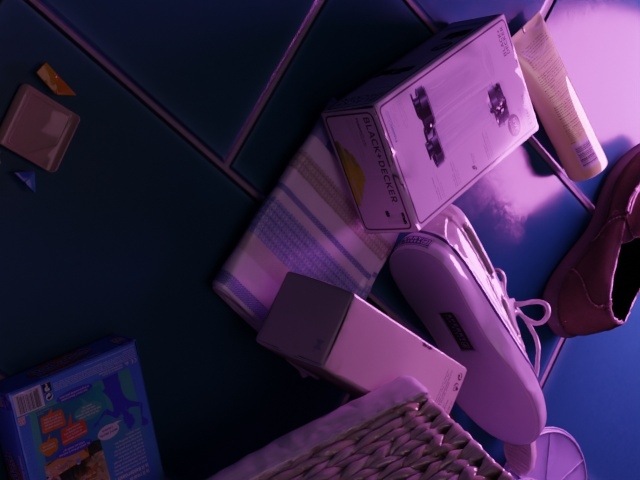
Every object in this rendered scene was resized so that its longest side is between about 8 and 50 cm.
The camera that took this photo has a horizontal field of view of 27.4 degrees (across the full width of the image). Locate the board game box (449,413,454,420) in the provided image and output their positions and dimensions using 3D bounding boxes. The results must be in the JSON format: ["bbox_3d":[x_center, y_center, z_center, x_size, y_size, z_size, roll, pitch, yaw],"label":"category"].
[{"bbox_3d":[0.092,0.343,1.718,0.281,0.027,0.145,-42,120,-29],"label":"board game box"}]

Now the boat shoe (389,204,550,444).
[{"bbox_3d":[0.219,0.099,1.741,0.367,0.136,0.156,57,49,-26],"label":"boat shoe"}]

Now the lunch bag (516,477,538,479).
[{"bbox_3d":[0.271,0.494,1.795,0.243,0.115,0.303,-19,104,-38],"label":"lunch bag"}]

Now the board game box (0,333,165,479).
[{"bbox_3d":[-0.250,0.224,1.386,0.160,0.047,0.210,-22,109,-38],"label":"board game box"}]

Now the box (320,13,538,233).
[{"bbox_3d":[0.141,-0.148,1.622,0.290,0.087,0.169,-40,117,-40],"label":"box"}]

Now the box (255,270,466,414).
[{"bbox_3d":[0.055,0.137,1.555,0.275,0.113,0.094,36,76,-50],"label":"box"}]

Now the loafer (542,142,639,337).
[{"bbox_3d":[0.469,0.002,1.933,0.134,0.130,0.366,48,65,-35],"label":"loafer"}]

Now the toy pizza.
[{"bbox_3d":[0.315,0.369,1.915,0.201,0.032,0.201,-6,99,-39],"label":"toy pizza"}]

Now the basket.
[{"bbox_3d":[0.052,0.388,1.447,0.331,0.266,0.328,-25,134,-27],"label":"basket"}]

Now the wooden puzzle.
[{"bbox_3d":[-0.286,-0.114,1.331,0.078,0.014,0.116,39,70,-33],"label":"wooden puzzle"}]

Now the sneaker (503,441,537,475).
[{"bbox_3d":[0.291,0.261,1.851,0.070,0.051,0.134,0,77,-46],"label":"sneaker"}]

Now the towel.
[{"bbox_3d":[0.000,0.000,1.585,0.209,0.034,0.285,45,67,-36],"label":"towel"}]

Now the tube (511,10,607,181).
[{"bbox_3d":[0.328,-0.196,1.836,0.240,0.062,0.070,59,16,-24],"label":"tube"}]
